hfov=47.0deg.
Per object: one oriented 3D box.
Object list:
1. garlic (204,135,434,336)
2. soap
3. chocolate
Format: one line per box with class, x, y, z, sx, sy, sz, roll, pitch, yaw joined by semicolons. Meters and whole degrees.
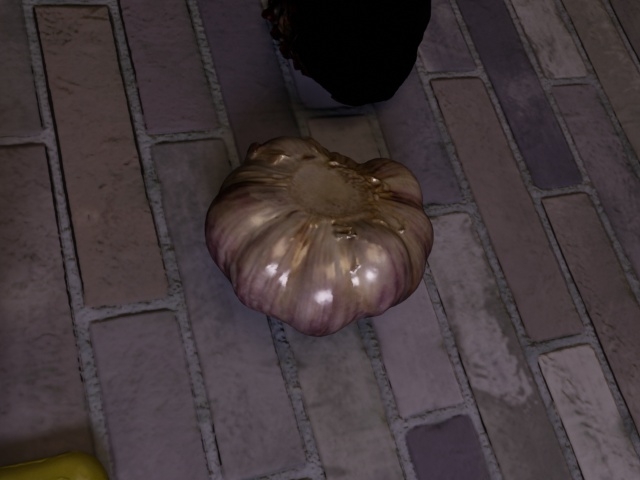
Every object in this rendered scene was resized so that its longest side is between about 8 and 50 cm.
garlic;0.000;0.000;0.782;0.244;0.161;0.245;4;46;-4
soap;-0.251;0.235;0.635;0.140;0.045;0.089;-7;71;-23
chocolate;0.008;-0.287;0.948;0.224;0.206;0.177;-21;29;-37
